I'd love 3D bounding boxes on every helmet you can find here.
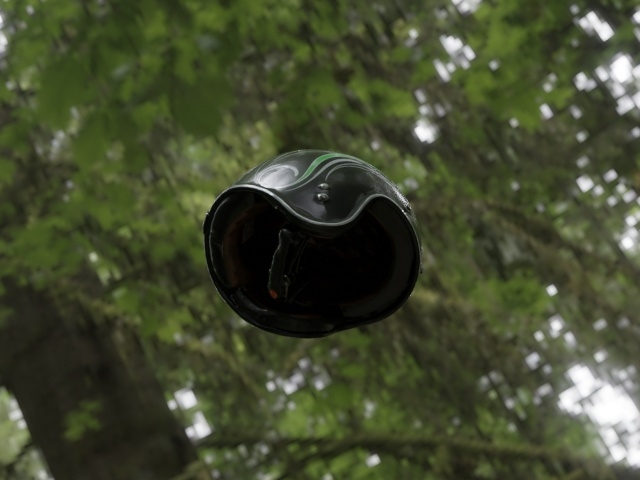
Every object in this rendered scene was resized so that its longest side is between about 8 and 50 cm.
[{"bbox_3d":[0.000,0.000,1.500,0.161,0.169,0.169,-14,-31,-45],"label":"helmet"}]
